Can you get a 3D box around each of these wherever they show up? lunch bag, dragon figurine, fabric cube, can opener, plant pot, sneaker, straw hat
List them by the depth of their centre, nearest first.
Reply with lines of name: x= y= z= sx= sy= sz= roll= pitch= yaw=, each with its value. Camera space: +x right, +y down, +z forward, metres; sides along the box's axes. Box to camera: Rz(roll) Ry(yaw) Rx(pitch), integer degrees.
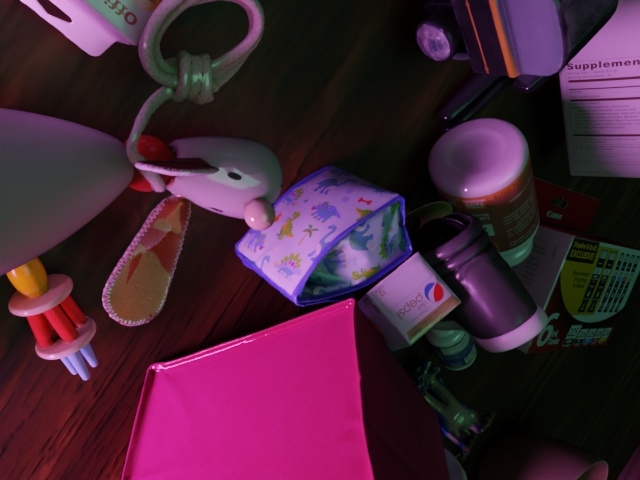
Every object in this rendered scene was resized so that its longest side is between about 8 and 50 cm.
fabric cube: x=-0.018 y=0.259 z=0.493 sx=0.254 sy=0.259 sz=0.258 roll=-21 pitch=131 yaw=17
lunch bag: x=0.000 y=0.000 z=0.523 sx=0.151 sy=0.129 sz=0.096 roll=-31 pitch=126 yaw=-23
sneaker: x=0.165 y=0.038 z=0.627 sx=0.104 sy=0.296 sz=0.147 roll=-31 pitch=91 yaw=-3
straw hat: x=0.096 y=-0.015 z=0.633 sx=0.144 sy=0.061 sz=0.144 roll=-26 pitch=148 yaw=-18
can opener: x=0.229 y=-0.211 z=0.648 sx=0.186 sy=0.073 sz=0.059 roll=-35 pitch=136 yaw=-8
dragon figurine: x=0.214 y=0.295 z=0.854 sx=0.085 sy=0.144 sz=0.289 roll=-46 pitch=150 yaw=-13
plant pot: x=0.471 y=0.550 z=1.100 sx=0.284 sy=0.191 sz=0.284 roll=-17 pitch=121 yaw=-31

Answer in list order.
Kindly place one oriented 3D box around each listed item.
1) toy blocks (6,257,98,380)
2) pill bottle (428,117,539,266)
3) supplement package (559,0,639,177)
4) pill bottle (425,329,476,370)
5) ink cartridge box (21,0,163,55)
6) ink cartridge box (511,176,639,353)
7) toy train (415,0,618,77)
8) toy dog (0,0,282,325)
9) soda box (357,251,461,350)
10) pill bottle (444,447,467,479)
toy blocks: x=-0.262 y=0.078 z=0.411 sx=0.123 sy=0.054 sz=0.148 roll=-28 pitch=125 yaw=-25
pill bottle: x=0.232 y=-0.052 z=0.673 sx=0.121 sy=0.121 sz=0.216 roll=-48 pitch=138 yaw=-9
supplement package: x=0.450 y=-0.254 z=0.689 sx=0.177 sy=0.175 sz=0.293 roll=-55 pitch=135 yaw=-28
pill bottle: x=0.207 y=0.154 z=0.794 sx=0.067 sy=0.067 sz=0.120 roll=-44 pitch=130 yaw=-12
ink cartridge box: x=-0.145 y=-0.209 z=0.339 sx=0.092 sy=0.090 sz=0.143 roll=36 pitch=86 yaw=-42
ink cartridge box: x=0.443 y=0.048 z=0.883 sx=0.309 sy=0.130 sz=0.272 roll=6 pitch=106 yaw=-39
toy train: x=0.256 y=-0.308 z=0.531 sx=0.334 sy=0.190 sz=0.142 roll=-44 pitch=131 yaw=-12
toy dog: x=-0.152 y=-0.017 z=0.317 sx=0.334 sy=0.161 sz=0.220 roll=-20 pitch=151 yaw=-24
soda box: x=0.082 y=0.086 z=0.583 sx=0.074 sy=0.069 sz=0.216 roll=-37 pitch=170 yaw=-15
pill bottle: x=0.139 y=0.505 z=0.842 sx=0.169 sy=0.169 sz=0.301 roll=-7 pitch=114 yaw=-35
